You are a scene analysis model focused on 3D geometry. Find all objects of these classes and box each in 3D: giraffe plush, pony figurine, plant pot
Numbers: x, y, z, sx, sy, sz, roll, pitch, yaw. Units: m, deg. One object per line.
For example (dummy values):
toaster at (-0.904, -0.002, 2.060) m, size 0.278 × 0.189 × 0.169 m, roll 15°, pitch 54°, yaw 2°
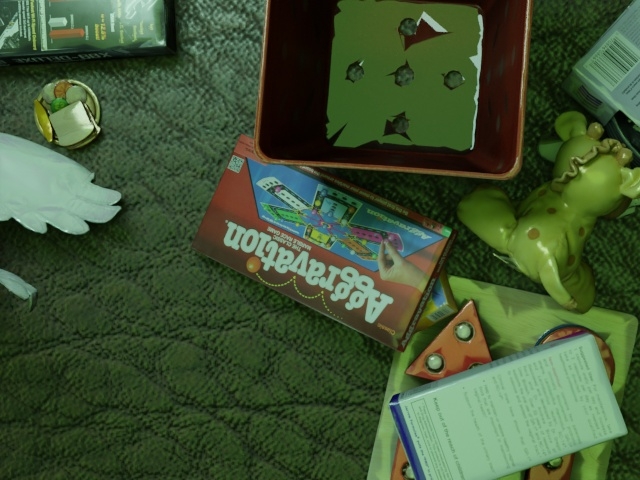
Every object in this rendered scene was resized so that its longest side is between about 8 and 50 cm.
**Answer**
giraffe plush at (0.260, -0.039, 1.762) m, size 0.181 × 0.210 × 0.170 m, roll 39°, pitch 97°, yaw 7°
pony figurine at (-0.441, -0.027, 1.813) m, size 0.351 × 0.303 × 0.363 m, roll 36°, pitch 114°, yaw -2°
plant pot at (0.084, -0.194, 1.768) m, size 0.267 × 0.236 × 0.267 m, roll 4°, pitch 87°, yaw 5°

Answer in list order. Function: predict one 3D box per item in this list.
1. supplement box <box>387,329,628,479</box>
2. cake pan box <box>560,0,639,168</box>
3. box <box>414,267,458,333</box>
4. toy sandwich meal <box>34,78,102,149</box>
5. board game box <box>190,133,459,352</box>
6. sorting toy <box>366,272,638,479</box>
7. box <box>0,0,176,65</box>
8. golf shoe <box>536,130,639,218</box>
supplement box at (0.193, 0.179, 1.730) m, size 0.220 × 0.111 × 0.114 m, roll -21°, pitch 88°, yaw 5°
cake pan box at (0.428, -0.176, 1.792) m, size 0.246 × 0.070 × 0.267 m, roll 41°, pitch 77°, yaw 6°
box at (0.095, 0.035, 1.837) m, size 0.081 × 0.028 × 0.136 m, roll -30°, pitch 56°, yaw 21°
toy sandwich meal at (-0.290, -0.144, 1.909) m, size 0.085 × 0.029 × 0.086 m, roll 0°, pitch 89°, yaw 5°
board game box at (0.000, 0.000, 1.836) m, size 0.281 × 0.027 × 0.145 m, roll 25°, pitch 93°, yaw 25°
sorting toy at (0.199, 0.180, 1.831) m, size 0.257 × 0.089 × 0.255 m, roll 12°, pitch 90°, yaw 6°
box at (-0.293, -0.358, 1.888) m, size 0.242 × 0.076 × 0.307 m, roll -4°, pitch 89°, yaw 5°
golf shoe at (0.323, -0.069, 1.833) m, size 0.186 × 0.067 × 0.086 m, roll 16°, pitch 92°, yaw 5°
